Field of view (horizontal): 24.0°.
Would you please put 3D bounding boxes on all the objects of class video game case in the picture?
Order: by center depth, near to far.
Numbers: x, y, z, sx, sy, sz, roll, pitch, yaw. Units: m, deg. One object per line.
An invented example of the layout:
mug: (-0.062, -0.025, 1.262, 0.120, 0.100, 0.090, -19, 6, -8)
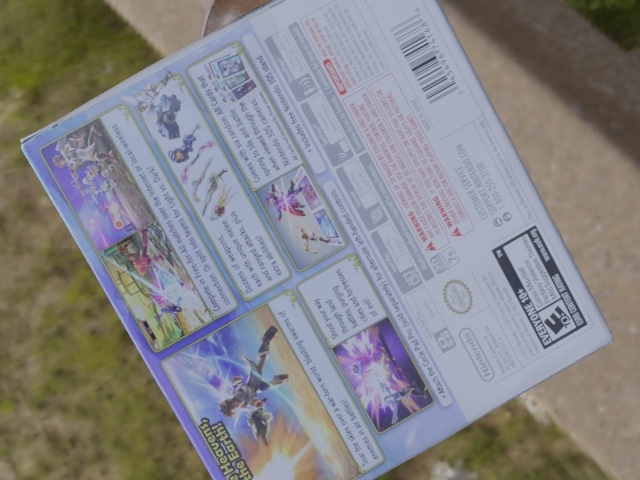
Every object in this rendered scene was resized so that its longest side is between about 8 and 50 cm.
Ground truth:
video game case: (0.000, 0.000, 0.876, 0.270, 0.244, 0.061, 61, 175, -8)

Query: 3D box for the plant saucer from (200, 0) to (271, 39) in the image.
plant saucer: (-0.020, -0.035, 1.061, 0.310, 0.050, 0.311, 171, 90, -69)
